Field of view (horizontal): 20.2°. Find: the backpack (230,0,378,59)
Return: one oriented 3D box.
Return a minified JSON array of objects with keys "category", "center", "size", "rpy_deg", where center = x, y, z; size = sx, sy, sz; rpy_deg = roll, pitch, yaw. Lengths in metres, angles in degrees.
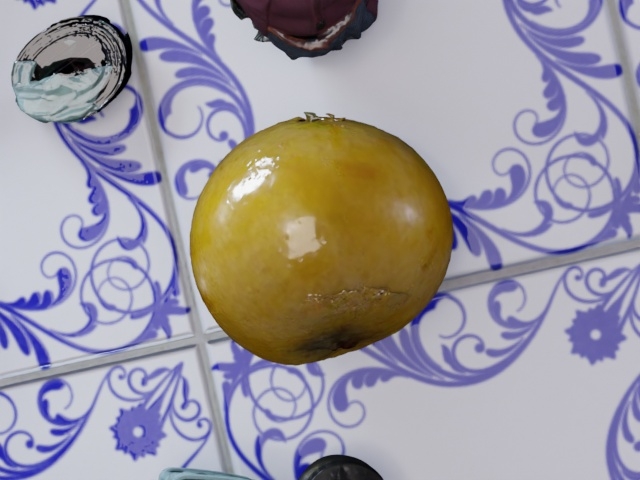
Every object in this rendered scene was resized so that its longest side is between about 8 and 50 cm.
[{"category":"backpack","center":[-0.043,-0.323,1.749],"size":[0.197,0.317,0.283],"rpy_deg":[-21,90,7]}]

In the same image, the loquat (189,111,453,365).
[{"category":"loquat","center":[0.000,0.000,1.780],"size":[0.263,0.263,0.263],"rpy_deg":[0,91,8]}]

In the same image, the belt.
[{"category":"belt","center":[-0.263,-0.181,1.913],"size":[0.140,0.058,0.105],"rpy_deg":[-31,93,4]}]

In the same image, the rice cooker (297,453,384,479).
[{"category":"rice cooker","center":[0.015,0.303,1.856],"size":[0.112,0.106,0.165],"rpy_deg":[15,96,-7]}]

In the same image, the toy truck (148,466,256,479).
[{"category":"toy truck","center":[-0.130,0.384,1.852],"size":[0.136,0.162,0.305],"rpy_deg":[10,91,-16]}]
